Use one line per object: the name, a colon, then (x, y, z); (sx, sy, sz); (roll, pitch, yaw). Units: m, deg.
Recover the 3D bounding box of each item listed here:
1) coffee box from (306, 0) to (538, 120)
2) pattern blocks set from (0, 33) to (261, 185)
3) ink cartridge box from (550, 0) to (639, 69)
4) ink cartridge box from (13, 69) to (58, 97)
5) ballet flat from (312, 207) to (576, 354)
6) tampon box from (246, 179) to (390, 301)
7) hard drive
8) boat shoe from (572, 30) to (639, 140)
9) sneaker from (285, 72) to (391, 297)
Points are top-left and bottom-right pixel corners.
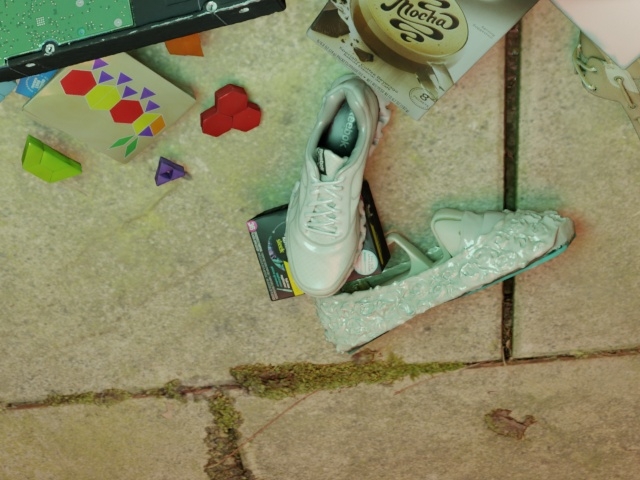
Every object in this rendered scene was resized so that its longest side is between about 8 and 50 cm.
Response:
coffee box: (0.126, -0.274, 1.076); (0.168, 0.118, 0.297); (37, 151, -5)
pattern blocks set: (-0.252, -0.169, 1.256); (0.285, 0.026, 0.325); (-32, 143, 13)
ink cartridge box: (0.310, -0.354, 1.063); (0.275, 0.060, 0.239); (41, 122, -9)
ink cartridge box: (-0.400, -0.266, 1.198); (0.231, 0.078, 0.134); (19, 131, -20)
ballet flat: (0.157, 0.035, 1.474); (0.409, 0.147, 0.147); (-28, 128, 22)
tampon box: (0.000, 0.000, 1.416); (0.161, 0.101, 0.120); (-16, 97, 13)
hard drive: (-0.222, -0.315, 1.072); (0.339, 0.236, 0.064); (-13, 175, 9)
boat shoe: (0.361, -0.214, 1.257); (0.098, 0.109, 0.302); (-34, 131, 26)
sneaker: (0.011, -0.066, 1.293); (0.110, 0.118, 0.292); (12, 101, 8)
